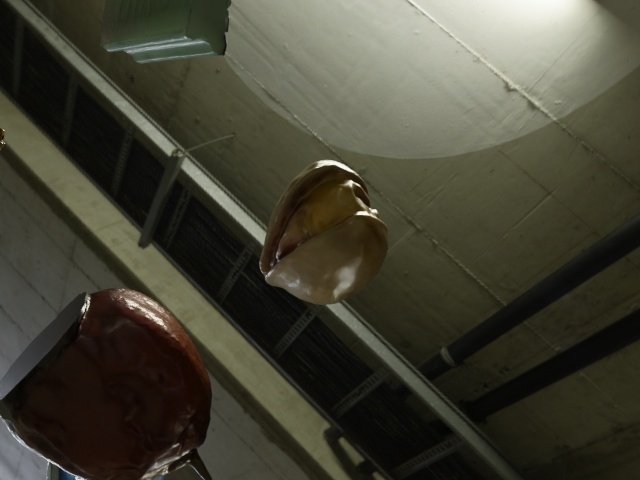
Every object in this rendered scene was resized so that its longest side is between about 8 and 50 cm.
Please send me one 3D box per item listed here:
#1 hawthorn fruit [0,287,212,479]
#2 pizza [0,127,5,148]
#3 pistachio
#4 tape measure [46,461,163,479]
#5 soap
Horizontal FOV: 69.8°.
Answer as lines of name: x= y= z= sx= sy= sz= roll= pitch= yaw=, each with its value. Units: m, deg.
hawthorn fruit: x=-0.199 y=0.165 z=0.485 sx=0.251 sy=0.189 sz=0.189 roll=37 pitch=-52 yaw=1
pizza: x=-0.797 y=-0.271 z=1.069 sx=0.188 sy=0.062 sz=0.199 roll=-8 pitch=-94 yaw=25
pistachio: x=0.000 y=0.000 z=0.831 sx=0.230 sy=0.230 sz=0.309 roll=40 pitch=-27 yaw=10
tape measure: x=-0.388 y=0.487 z=0.821 sx=0.098 sy=0.215 sz=0.351 roll=-61 pitch=-144 yaw=14
soap: x=-0.259 y=-0.384 z=0.762 sx=0.261 sy=0.094 sz=0.150 roll=12 pitch=-82 yaw=37
